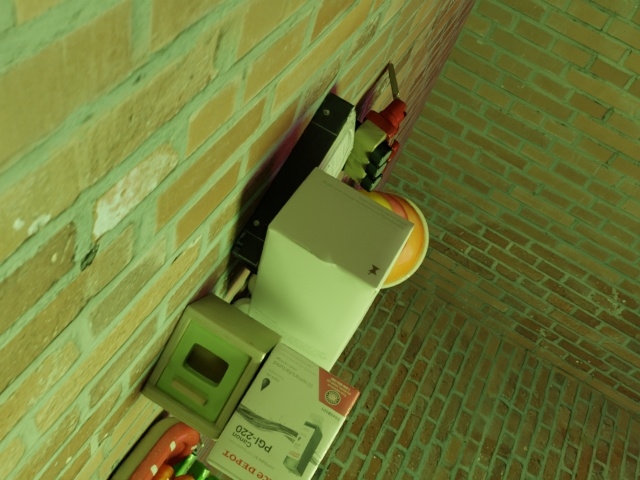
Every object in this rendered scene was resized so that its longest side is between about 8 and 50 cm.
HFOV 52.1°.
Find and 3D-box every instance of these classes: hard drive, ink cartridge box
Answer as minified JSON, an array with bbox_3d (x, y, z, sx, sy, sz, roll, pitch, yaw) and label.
[{"bbox_3d":[-0.041,-0.088,1.244,0.339,0.064,0.237,-58,173,-9],"label":"hard drive"},{"bbox_3d":[-0.058,0.296,1.050,0.218,0.158,0.092,-58,174,-9],"label":"ink cartridge box"}]

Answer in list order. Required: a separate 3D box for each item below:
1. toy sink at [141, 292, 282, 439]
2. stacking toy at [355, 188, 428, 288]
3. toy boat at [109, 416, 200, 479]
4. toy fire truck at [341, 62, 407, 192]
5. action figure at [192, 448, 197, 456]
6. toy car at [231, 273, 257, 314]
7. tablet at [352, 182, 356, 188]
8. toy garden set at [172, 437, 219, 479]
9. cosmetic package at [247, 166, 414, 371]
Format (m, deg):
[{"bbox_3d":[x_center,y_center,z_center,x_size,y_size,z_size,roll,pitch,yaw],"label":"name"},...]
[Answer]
[{"bbox_3d":[-0.195,0.235,1.109,0.234,0.152,0.131,-60,174,11],"label":"toy sink"},{"bbox_3d":[0.143,-0.060,2.095,0.351,0.350,0.480,-59,156,-6],"label":"stacking toy"},{"bbox_3d":[-0.306,0.465,1.286,0.231,0.151,0.151,-52,171,-48],"label":"toy boat"},{"bbox_3d":[0.144,-0.277,1.576,0.246,0.158,0.217,-47,170,-17],"label":"toy fire truck"},{"bbox_3d":[-0.399,0.607,1.622,0.232,0.063,0.137,-52,174,-11],"label":"action figure"},{"bbox_3d":[-0.117,0.159,1.434,0.182,0.136,0.159,-57,174,-21],"label":"toy car"},{"bbox_3d":[0.123,-0.193,2.301,0.054,0.006,0.083,-55,172,-41],"label":"tablet"},{"bbox_3d":[-0.256,0.471,1.383,0.244,0.049,0.204,18,-112,53],"label":"toy garden set"},{"bbox_3d":[0.001,0.071,1.142,0.155,0.196,0.366,-54,173,-34],"label":"cosmetic package"}]
